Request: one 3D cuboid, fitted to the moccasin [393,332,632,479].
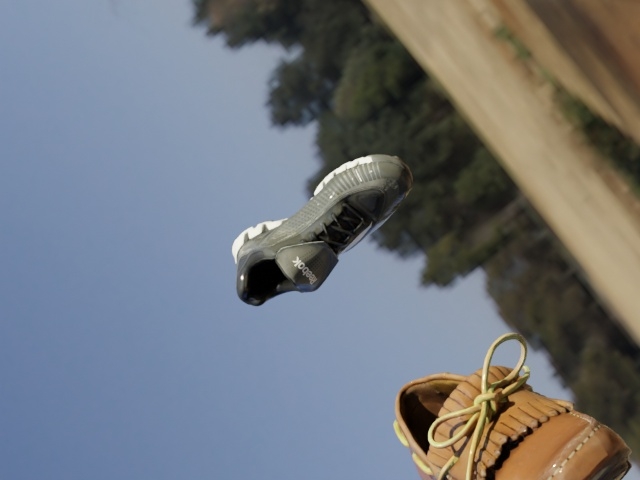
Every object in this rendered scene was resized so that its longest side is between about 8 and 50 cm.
[{"bbox_3d":[0.156,0.171,1.465,0.147,0.139,0.380,52,174,-8],"label":"moccasin"}]

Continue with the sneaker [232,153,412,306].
[{"bbox_3d":[0.000,0.000,1.690,0.078,0.234,0.106,45,-149,-25],"label":"sneaker"}]
